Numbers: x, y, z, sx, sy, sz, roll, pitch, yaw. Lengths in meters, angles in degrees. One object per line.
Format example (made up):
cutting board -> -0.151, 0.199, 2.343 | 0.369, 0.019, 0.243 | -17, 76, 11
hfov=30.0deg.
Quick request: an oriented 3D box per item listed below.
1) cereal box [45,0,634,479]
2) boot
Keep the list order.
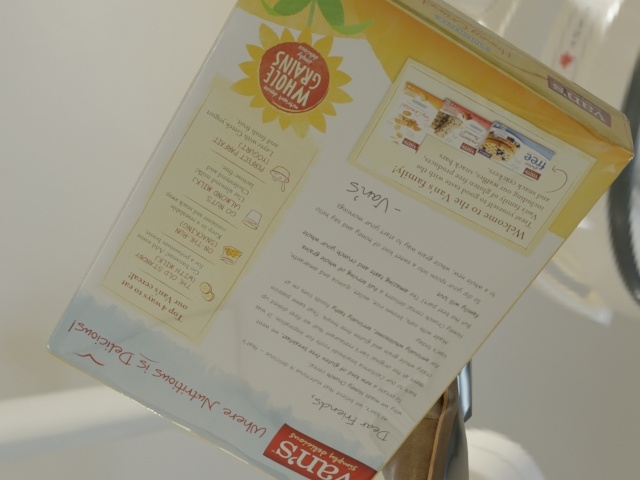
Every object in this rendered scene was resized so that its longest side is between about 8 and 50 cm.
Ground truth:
cereal box -> 0.000, 0.000, 0.544 | 0.240, 0.173, 0.047 | -55, 8, 28
boot -> 0.061, 0.154, 0.933 | 0.305, 0.115, 0.112 | -78, -14, -58
